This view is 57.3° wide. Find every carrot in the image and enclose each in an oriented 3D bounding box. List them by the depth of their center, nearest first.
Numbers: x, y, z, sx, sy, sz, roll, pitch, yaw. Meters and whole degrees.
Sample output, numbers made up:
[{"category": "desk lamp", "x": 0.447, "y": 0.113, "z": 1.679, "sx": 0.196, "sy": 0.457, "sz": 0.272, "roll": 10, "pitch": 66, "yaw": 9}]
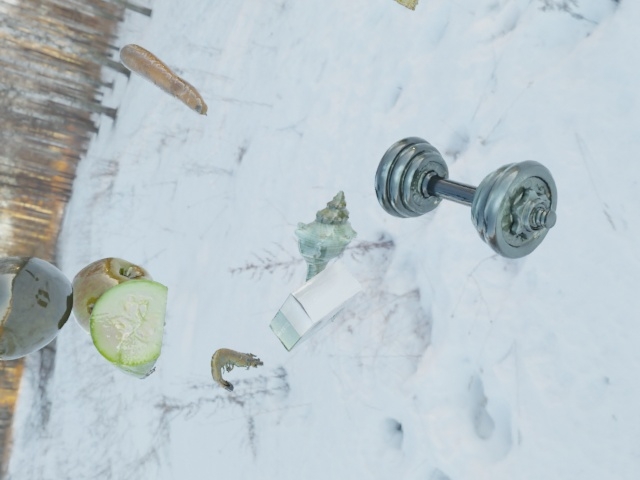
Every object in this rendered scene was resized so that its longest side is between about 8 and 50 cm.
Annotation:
[{"category": "carrot", "x": -0.321, "y": -0.335, "z": 1.216, "sx": 0.248, "sy": 0.059, "sz": 0.059, "roll": 36, "pitch": 119, "yaw": 14}]

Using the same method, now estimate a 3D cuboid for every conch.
[{"category": "conch", "x": -0.005, "y": -0.008, "z": 1.321, "sx": 0.234, "sy": 0.114, "sz": 0.137, "roll": -48, "pitch": 71, "yaw": 15}]

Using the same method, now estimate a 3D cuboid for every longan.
[{"category": "longan", "x": -0.655, "y": 0.142, "z": 1.237, "sx": 0.246, "sy": 0.246, "sz": 0.215, "roll": -47, "pitch": 55, "yaw": 45}]

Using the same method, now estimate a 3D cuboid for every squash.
[{"category": "squash", "x": -0.494, "y": 0.266, "z": 1.616, "sx": 0.309, "sy": 0.210, "sz": 0.233, "roll": 88, "pitch": 180, "yaw": -65}]

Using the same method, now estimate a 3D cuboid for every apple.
[{"category": "apple", "x": -0.641, "y": 0.174, "z": 1.828, "sx": 0.264, "sy": 0.265, "sz": 0.264, "roll": -38, "pitch": 45, "yaw": 52}]

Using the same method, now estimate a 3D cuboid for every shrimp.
[{"category": "shrimp", "x": -0.240, "y": 0.381, "z": 1.709, "sx": 0.034, "sy": 0.178, "sz": 0.124, "roll": -29, "pitch": 50, "yaw": 42}]

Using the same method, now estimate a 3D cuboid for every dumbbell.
[{"category": "dumbbell", "x": 0.267, "y": -0.092, "z": 1.127, "sx": 0.406, "sy": 0.179, "sz": 0.179, "roll": 27, "pitch": 103, "yaw": 49}]

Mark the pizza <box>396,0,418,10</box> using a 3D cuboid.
[{"category": "pizza", "x": 0.177, "y": -0.572, "z": 1.286, "sx": 0.175, "sy": 0.134, "sz": 0.046, "roll": 16, "pitch": 66, "yaw": 40}]

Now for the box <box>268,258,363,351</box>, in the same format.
[{"category": "box", "x": -0.014, "y": 0.136, "z": 1.192, "sx": 0.081, "sy": 0.135, "sz": 0.199, "roll": 50, "pitch": 150, "yaw": 13}]
